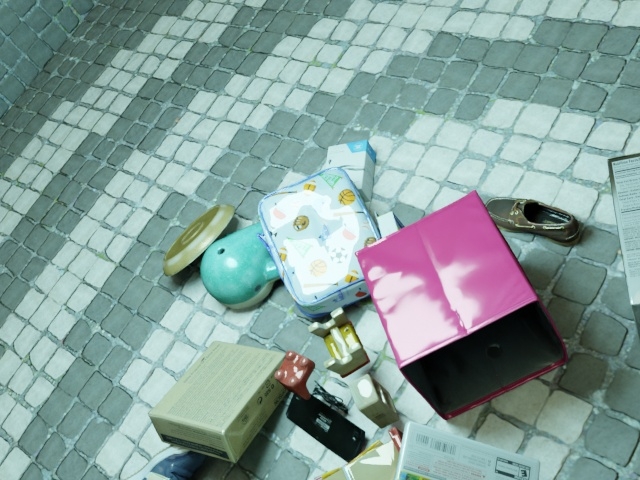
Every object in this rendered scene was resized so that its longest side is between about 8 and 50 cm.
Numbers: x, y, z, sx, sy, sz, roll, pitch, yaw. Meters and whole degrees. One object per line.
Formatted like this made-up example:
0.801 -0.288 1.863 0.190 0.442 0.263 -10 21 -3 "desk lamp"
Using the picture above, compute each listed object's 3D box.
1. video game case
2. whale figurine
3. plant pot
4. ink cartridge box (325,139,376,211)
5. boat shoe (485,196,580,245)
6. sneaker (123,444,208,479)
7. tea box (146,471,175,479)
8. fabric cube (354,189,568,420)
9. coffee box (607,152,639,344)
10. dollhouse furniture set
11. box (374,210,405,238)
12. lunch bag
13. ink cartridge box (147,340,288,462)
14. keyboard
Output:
0.221 0.413 1.150 0.226 0.026 0.206 17 62 -2 "video game case"
-0.163 0.021 1.696 0.216 0.141 0.272 29 76 40 "whale figurine"
-0.303 -0.009 1.790 0.236 0.032 0.236 -39 19 16 "plant pot"
0.066 -0.142 1.733 0.104 0.060 0.180 -8 56 24 "ink cartridge box"
0.417 -0.052 1.470 0.207 0.073 0.073 17 70 38 "boat shoe"
-0.323 0.526 1.472 0.282 0.099 0.153 -35 50 6 "sneaker"
-0.117 0.559 1.181 0.323 0.329 0.220 10 65 35 "tea box"
0.251 0.120 1.326 0.259 0.254 0.258 -28 48 10 "fabric cube"
0.581 0.010 1.273 0.118 0.168 0.297 -10 54 23 "coffee box"
0.048 0.340 1.340 0.201 0.152 0.374 -31 53 7 "dollhouse furniture set"
0.167 0.024 1.531 0.042 0.109 0.178 -25 50 17 "box"
0.000 0.000 1.592 0.243 0.115 0.303 -25 64 2 "lunch bag"
-0.195 0.317 1.491 0.193 0.088 0.235 4 35 32 "ink cartridge box"
0.019 0.349 1.454 0.192 0.038 0.100 27 98 37 "keyboard"
